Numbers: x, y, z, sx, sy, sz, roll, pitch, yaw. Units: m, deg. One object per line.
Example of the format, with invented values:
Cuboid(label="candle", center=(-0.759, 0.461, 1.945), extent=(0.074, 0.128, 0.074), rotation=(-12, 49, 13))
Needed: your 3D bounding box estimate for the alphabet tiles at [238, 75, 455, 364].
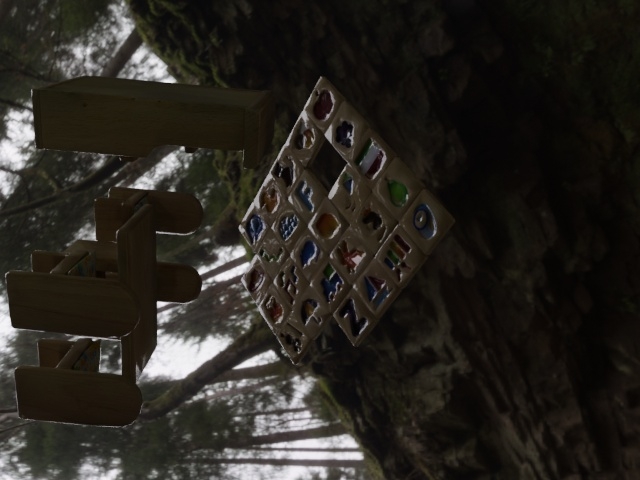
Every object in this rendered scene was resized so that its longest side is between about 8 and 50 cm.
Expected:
Cuboid(label="alphabet tiles", center=(0.000, 0.000, 0.620), extent=(0.009, 0.237, 0.198), rotation=(-4, -132, -43))

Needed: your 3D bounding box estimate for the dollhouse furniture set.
Cuboid(label="dollhouse furniture set", center=(-0.128, -0.002, 0.538), extent=(0.161, 0.212, 0.242), rotation=(5, -70, 1))
